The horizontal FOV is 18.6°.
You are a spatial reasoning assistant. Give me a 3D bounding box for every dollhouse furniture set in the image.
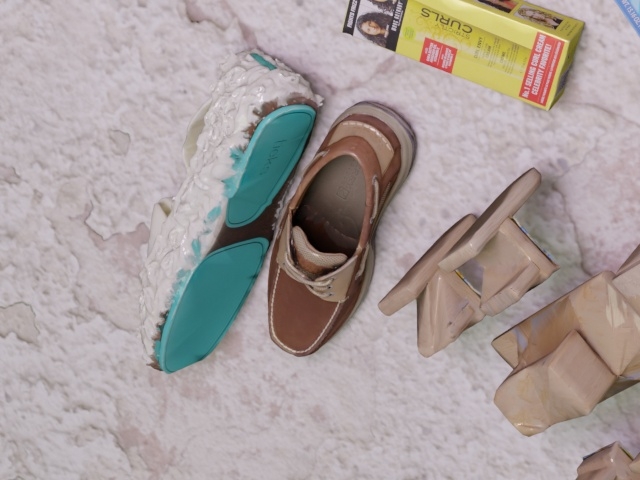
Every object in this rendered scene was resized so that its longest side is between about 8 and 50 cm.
[{"bbox_3d":[0.333,0.061,1.978,0.362,0.256,0.394,47,146,-3],"label":"dollhouse furniture set"}]

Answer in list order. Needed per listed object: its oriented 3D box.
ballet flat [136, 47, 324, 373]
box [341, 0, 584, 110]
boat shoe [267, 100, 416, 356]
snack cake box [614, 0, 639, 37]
[{"bbox_3d":[-0.116,-0.040,2.166,0.147,0.147,0.409,31,122,7],"label":"ballet flat"},{"bbox_3d":[0.142,-0.214,1.973,0.232,0.058,0.087,23,122,13],"label":"box"},{"bbox_3d":[0.000,0.000,2.118,0.123,0.116,0.324,25,124,12],"label":"boat shoe"},{"bbox_3d":[0.342,-0.279,1.827,0.152,0.089,0.264,-30,101,35],"label":"snack cake box"}]
